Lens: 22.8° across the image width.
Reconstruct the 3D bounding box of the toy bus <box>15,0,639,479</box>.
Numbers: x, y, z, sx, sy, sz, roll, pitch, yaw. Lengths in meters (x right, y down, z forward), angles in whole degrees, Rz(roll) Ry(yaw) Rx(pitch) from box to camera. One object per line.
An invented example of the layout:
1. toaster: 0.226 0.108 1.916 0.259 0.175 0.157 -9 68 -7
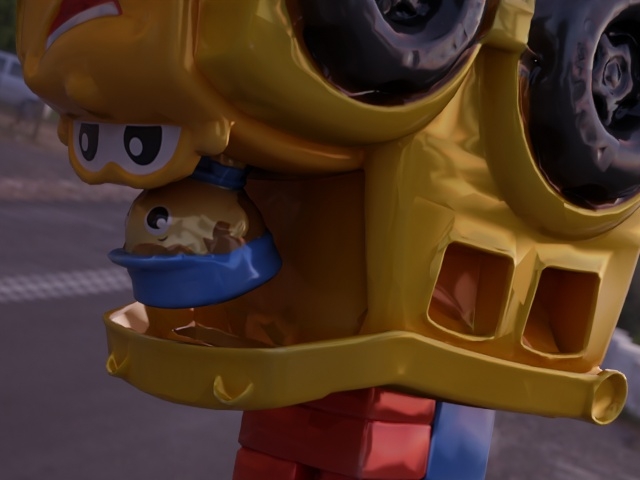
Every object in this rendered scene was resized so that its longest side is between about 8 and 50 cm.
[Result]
1. toy bus: 0.000 0.000 0.496 0.220 0.211 0.149 15 -4 -42
